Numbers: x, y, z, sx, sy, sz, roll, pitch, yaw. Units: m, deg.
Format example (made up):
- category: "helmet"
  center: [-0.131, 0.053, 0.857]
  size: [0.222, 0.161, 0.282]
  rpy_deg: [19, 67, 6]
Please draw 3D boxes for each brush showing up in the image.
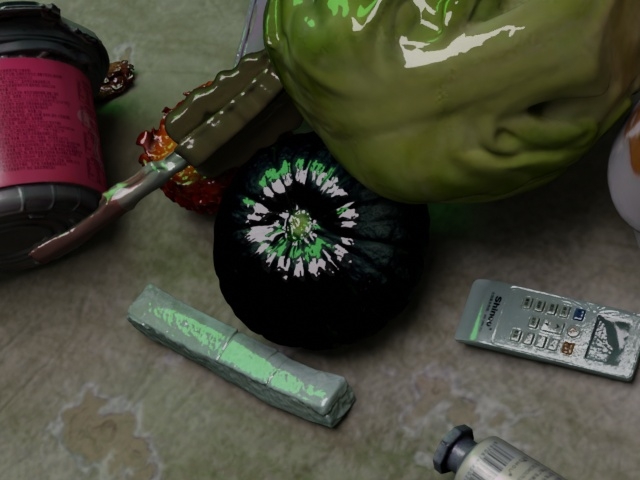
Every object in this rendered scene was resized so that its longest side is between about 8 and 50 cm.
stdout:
- category: "brush"
  center: [-0.138, -0.065, 1.647]
  size: [0.301, 0.084, 0.071]
  rpy_deg: [-35, 54, 6]

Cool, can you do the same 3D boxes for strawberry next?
- category: "strawberry"
  center: [-0.094, -0.085, 1.730]
  size: [0.145, 0.086, 0.145]
  rpy_deg: [-9, 61, 17]

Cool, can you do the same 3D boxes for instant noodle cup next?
- category: "instant noodle cup"
  center: [-0.312, -0.077, 1.742]
  size: [0.258, 0.302, 0.182]
  rpy_deg: [-9, 70, -18]

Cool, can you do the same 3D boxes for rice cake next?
- category: "rice cake"
  center: [-0.078, 0.103, 1.649]
  size: [0.245, 0.042, 0.045]
  rpy_deg: [25, 65, 31]

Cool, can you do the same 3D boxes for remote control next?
- category: "remote control"
  center: [0.197, 0.077, 1.552]
  size: [0.162, 0.029, 0.061]
  rpy_deg: [14, 72, 24]

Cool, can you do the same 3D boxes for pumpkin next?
- category: "pumpkin"
  center: [0.000, 0.000, 1.614]
  size: [0.202, 0.140, 0.202]
  rpy_deg: [-4, 77, 18]

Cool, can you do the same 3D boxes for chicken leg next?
- category: "chicken leg"
  center: [-0.226, -0.159, 1.867]
  size: [0.083, 0.021, 0.036]
  rpy_deg: [-20, 67, 18]

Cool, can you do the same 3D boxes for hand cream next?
- category: "hand cream"
  center: [0.206, 0.238, 1.450]
  size: [0.276, 0.059, 0.095]
  rpy_deg: [35, 80, 28]

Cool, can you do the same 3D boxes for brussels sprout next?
- category: "brussels sprout"
  center: [0.107, -0.174, 1.499]
  size: [0.328, 0.247, 0.328]
  rpy_deg: [-9, 58, 14]

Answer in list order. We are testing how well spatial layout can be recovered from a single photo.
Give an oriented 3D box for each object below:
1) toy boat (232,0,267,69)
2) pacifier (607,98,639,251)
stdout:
- category: "toy boat"
  center: [-0.012, -0.303, 1.741]
  size: [0.219, 0.072, 0.318]
  rpy_deg: [-27, 48, 24]
- category: "pacifier"
  center: [0.350, -0.067, 1.436]
  size: [0.273, 0.332, 0.220]
  rpy_deg: [-32, 80, -29]
